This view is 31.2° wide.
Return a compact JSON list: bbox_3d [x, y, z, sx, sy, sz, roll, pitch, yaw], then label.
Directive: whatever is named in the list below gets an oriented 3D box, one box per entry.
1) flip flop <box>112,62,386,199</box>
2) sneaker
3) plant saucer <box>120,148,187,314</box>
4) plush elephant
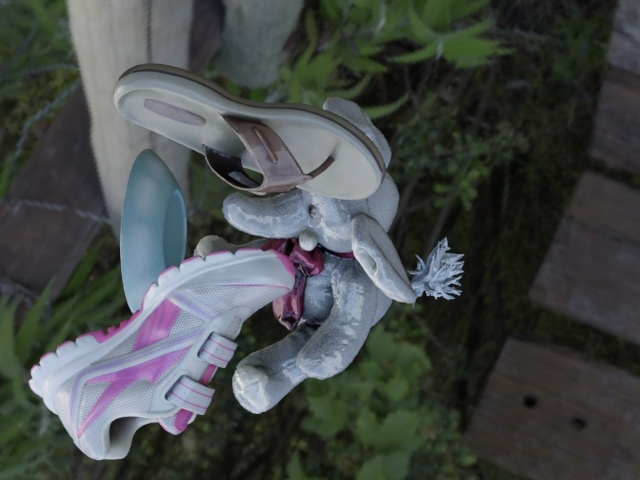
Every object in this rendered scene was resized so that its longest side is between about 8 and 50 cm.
[{"bbox_3d":[-0.073,-0.091,1.119,0.277,0.080,0.112,19,144,-10],"label":"flip flop"},{"bbox_3d":[-0.119,0.101,0.972,0.111,0.252,0.103,59,-168,20],"label":"sneaker"},{"bbox_3d":[-0.182,-0.007,1.303,0.037,0.195,0.195,1,156,7],"label":"plant saucer"},{"bbox_3d":[0.000,0.000,1.313,0.330,0.272,0.255,-14,136,1],"label":"plush elephant"}]
